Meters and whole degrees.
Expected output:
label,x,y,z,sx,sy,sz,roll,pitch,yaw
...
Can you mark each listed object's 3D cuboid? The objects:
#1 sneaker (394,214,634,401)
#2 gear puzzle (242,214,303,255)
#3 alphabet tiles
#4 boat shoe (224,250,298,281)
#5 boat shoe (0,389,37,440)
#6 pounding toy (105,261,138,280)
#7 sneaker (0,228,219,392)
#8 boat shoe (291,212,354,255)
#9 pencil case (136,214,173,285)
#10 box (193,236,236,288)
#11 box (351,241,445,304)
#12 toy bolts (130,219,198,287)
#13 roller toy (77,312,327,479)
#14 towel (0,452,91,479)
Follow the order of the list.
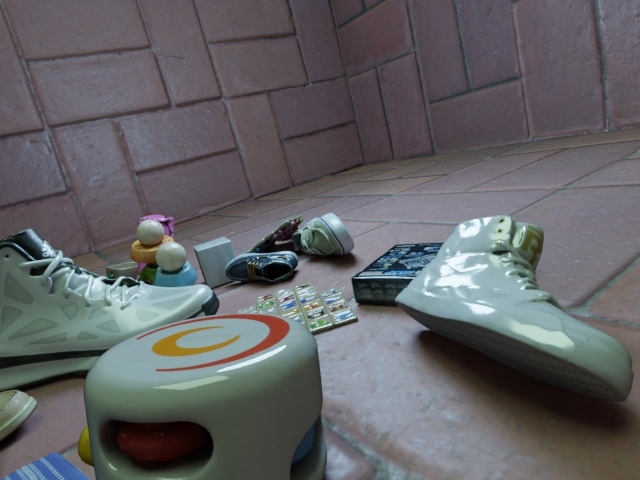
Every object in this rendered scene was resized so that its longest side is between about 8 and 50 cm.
label,x,y,z,sx,sy,sz,roll,pitch,yaw
sneaker,0.213,0.044,0.471,0.169,0.108,0.292,-51,22,-9
gear puzzle,-0.120,-0.006,1.269,0.175,0.044,0.339,-38,1,9
alphabet tiles,-0.055,0.126,0.769,0.198,0.009,0.237,-16,14,-7
boat shoe,-0.145,0.065,0.990,0.183,0.065,0.083,-11,12,9
boat shoe,-0.548,0.254,0.562,0.302,0.098,0.109,-16,13,-8
pounding toy,-0.526,0.116,1.167,0.141,0.100,0.130,-11,9,-40
sneaker,-0.423,0.092,0.751,0.447,0.258,0.169,-15,13,-3
boat shoe,0.000,0.000,1.078,0.094,0.109,0.302,-33,8,-11
pencil case,-0.430,0.038,1.091,0.095,0.209,0.098,5,2,44
box,-0.262,0.054,1.084,0.087,0.101,0.102,-19,12,-20
box,0.189,0.052,0.720,0.220,0.051,0.175,-4,17,38
toy bolts,-0.368,0.065,0.905,0.228,0.159,0.218,18,32,35
roller toy,-0.094,0.156,0.373,0.209,0.146,0.191,-8,6,-30
towel,-0.330,0.299,0.305,0.243,0.040,0.336,-4,14,43
